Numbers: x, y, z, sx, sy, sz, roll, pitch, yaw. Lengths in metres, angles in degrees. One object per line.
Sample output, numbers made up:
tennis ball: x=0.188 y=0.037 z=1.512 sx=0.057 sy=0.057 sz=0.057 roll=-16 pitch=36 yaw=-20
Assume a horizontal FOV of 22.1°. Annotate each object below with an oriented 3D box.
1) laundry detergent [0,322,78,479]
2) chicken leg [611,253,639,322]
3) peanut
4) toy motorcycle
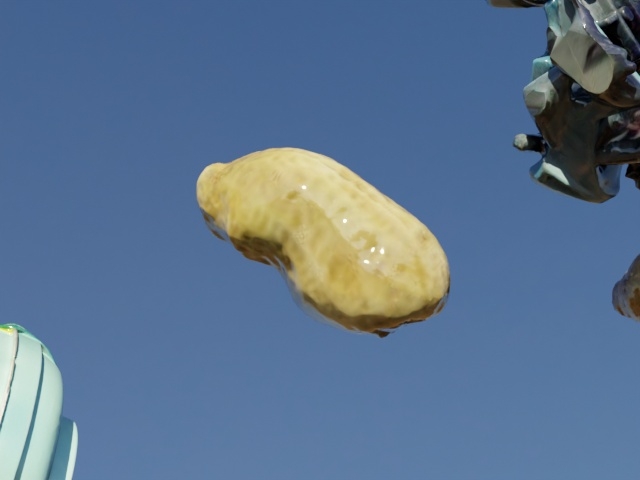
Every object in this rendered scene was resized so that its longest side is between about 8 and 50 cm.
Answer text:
laundry detergent: x=-0.358 y=0.171 z=1.237 sx=0.305 sy=0.287 sz=0.287 roll=21 pitch=-41 yaw=-16
chicken leg: x=0.468 y=0.052 z=1.974 sx=0.295 sy=0.182 sz=0.409 roll=6 pitch=-19 yaw=36
peanut: x=0.000 y=0.000 z=1.474 sx=0.253 sy=0.122 sz=0.137 roll=39 pitch=-63 yaw=12
toy motorcycle: x=0.270 y=-0.205 z=1.821 sx=0.232 sy=0.416 sz=0.172 roll=-32 pitch=1 yaw=43
